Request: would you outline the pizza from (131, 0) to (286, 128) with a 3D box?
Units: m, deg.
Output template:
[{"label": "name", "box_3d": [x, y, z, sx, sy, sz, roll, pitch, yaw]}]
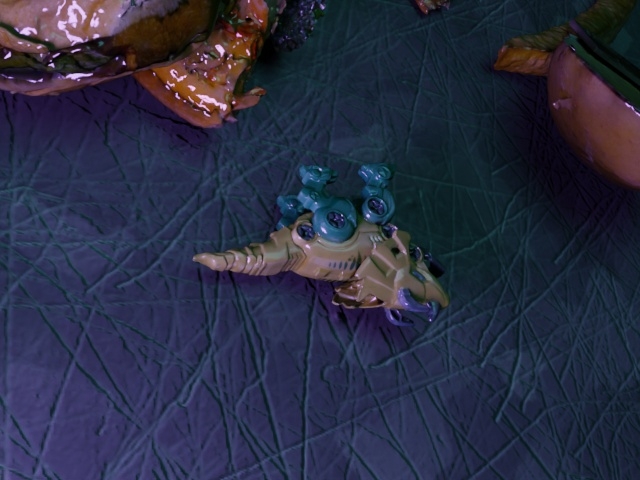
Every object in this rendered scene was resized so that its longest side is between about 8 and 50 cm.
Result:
[{"label": "pizza", "box_3d": [-0.091, -0.234, 1.112, 0.074, 0.287, 0.251, 17, 59, -82]}]

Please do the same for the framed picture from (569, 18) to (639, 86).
[{"label": "framed picture", "box_3d": [0.385, -0.220, 1.494, 0.149, 0.011, 0.109, 31, 20, -19]}]

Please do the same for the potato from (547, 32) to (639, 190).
[{"label": "potato", "box_3d": [0.355, -0.137, 1.429, 0.239, 0.116, 0.299, 39, 18, -13]}]

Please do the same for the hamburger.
[{"label": "hamburger", "box_3d": [-0.215, -0.261, 1.021, 0.284, 0.134, 0.265, -11, 74, -8]}]

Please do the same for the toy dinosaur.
[{"label": "toy dinosaur", "box_3d": [0.000, 0.000, 1.111, 0.259, 0.094, 0.153, 7, 53, -24]}]

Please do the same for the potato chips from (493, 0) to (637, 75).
[{"label": "potato chips", "box_3d": [0.351, -0.285, 1.597, 0.080, 0.057, 0.407, 41, 43, 12]}]

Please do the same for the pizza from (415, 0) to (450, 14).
[{"label": "pizza", "box_3d": [0.135, -0.316, 1.476, 0.100, 0.029, 0.099, 29, 55, -15]}]

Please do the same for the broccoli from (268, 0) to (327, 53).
[{"label": "broccoli", "box_3d": [-0.043, -0.306, 1.242, 0.194, 0.194, 0.220, -9, 96, -41]}]
